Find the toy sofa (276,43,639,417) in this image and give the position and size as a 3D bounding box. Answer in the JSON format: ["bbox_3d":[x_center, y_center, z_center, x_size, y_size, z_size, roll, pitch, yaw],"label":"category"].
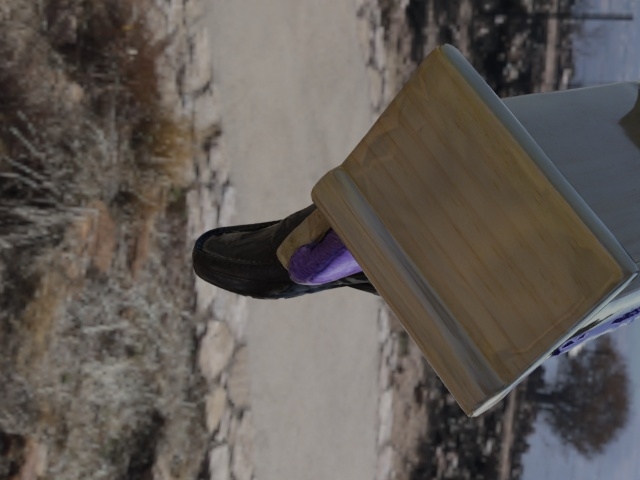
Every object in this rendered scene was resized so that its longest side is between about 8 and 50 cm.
[{"bbox_3d":[0.160,-0.013,0.674,0.362,0.150,0.177,-14,151,-49],"label":"toy sofa"}]

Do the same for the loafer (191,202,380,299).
[{"bbox_3d":[0.000,0.000,0.870,0.076,0.223,0.078,-66,149,-49],"label":"loafer"}]
